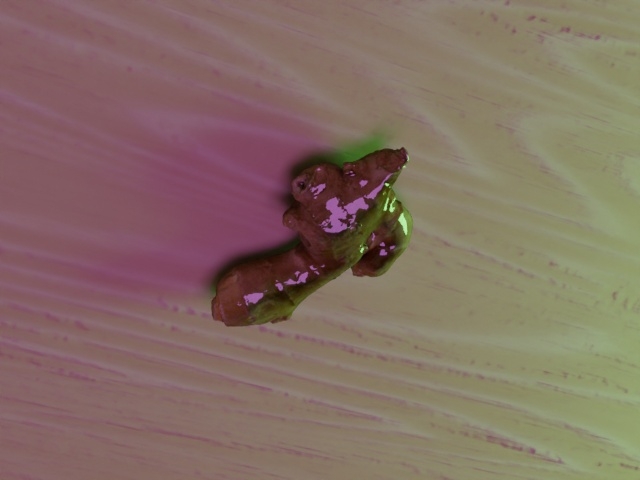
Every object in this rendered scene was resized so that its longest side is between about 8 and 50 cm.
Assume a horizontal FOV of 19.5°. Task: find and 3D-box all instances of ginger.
[{"bbox_3d":[-0.009,-0.002,1.616,0.214,0.059,0.133,-25,136,1],"label":"ginger"}]
